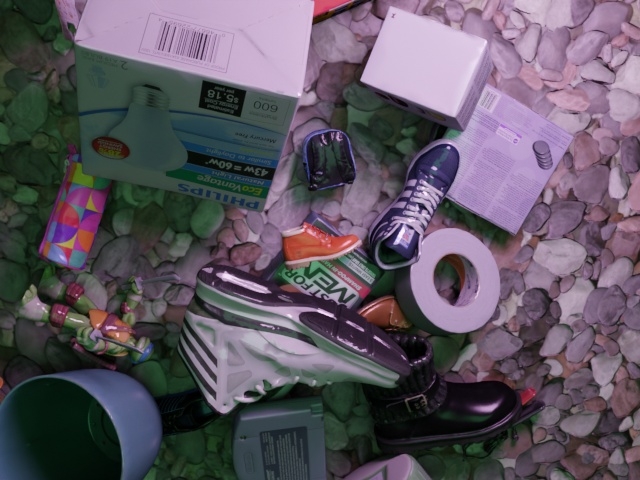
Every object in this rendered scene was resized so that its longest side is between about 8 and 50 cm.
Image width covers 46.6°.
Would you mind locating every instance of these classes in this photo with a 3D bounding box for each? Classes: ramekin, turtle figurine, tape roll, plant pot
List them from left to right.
[{"bbox_3d":[-0.450,0.385,1.465,0.292,0.235,0.293,1,93,18],"label":"plant pot"},{"bbox_3d":[-0.435,0.125,1.471,0.266,0.275,0.198,25,62,-6],"label":"turtle figurine"},{"bbox_3d":[0.123,0.588,1.566,0.303,0.303,0.148,-34,94,1],"label":"ramekin"},{"bbox_3d":[0.266,0.087,1.554,0.219,0.072,0.219,5,78,-23],"label":"tape roll"}]

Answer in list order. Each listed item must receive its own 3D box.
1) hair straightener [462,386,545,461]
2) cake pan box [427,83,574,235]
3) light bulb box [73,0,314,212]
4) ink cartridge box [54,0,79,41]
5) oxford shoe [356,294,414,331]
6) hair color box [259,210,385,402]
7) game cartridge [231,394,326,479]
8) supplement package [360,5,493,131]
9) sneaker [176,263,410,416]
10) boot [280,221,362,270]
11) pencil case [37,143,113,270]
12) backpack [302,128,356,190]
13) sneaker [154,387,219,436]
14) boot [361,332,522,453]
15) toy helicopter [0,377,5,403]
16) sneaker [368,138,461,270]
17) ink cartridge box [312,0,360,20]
[{"bbox_3d":[0.419,0.437,1.691,0.230,0.047,0.089,-40,101,2],"label":"hair straightener"},{"bbox_3d":[0.357,-0.177,1.564,0.266,0.070,0.246,27,94,-10],"label":"cake pan box"},{"bbox_3d":[-0.226,-0.261,1.310,0.357,0.361,0.225,12,59,-8],"label":"light bulb box"},{"bbox_3d":[-0.499,-0.473,1.359,0.056,0.181,0.225,-10,103,-4],"label":"ink cartridge box"},{"bbox_3d":[0.151,0.161,1.556,0.212,0.076,0.076,-14,146,-25],"label":"oxford shoe"},{"bbox_3d":[-0.057,0.144,1.553,0.185,0.113,0.374,38,95,-11],"label":"hair color box"},{"bbox_3d":[-0.088,0.442,1.575,0.198,0.062,0.297,-3,129,-2],"label":"game cartridge"},{"bbox_3d":[0.208,-0.320,1.423,0.194,0.203,0.149,24,97,15],"label":"supplement package"},{"bbox_3d":[-0.066,0.240,1.452,0.447,0.169,0.258,23,106,-2],"label":"sneaker"},{"bbox_3d":[0.000,0.000,1.449,0.157,0.059,0.085,-13,96,-3],"label":"boot"},{"bbox_3d":[-0.480,-0.061,1.457,0.104,0.104,0.237,14,85,-9],"label":"pencil case"},{"bbox_3d":[0.013,-0.170,1.518,0.105,0.084,0.114,-12,106,-4],"label":"backpack"},{"bbox_3d":[-0.310,0.373,1.578,0.232,0.090,0.081,-22,102,-2],"label":"sneaker"},{"bbox_3d":[0.253,0.305,1.577,0.347,0.131,0.260,-14,116,-3],"label":"boot"},{"bbox_3d":[-0.665,0.418,1.413,0.140,0.355,0.235,0,113,-2],"label":"toy helicopter"},{"bbox_3d":[0.190,-0.061,1.472,0.099,0.153,0.282,30,114,-10],"label":"sneaker"},{"bbox_3d":[0.039,-0.495,1.367,0.309,0.272,0.130,-23,102,-1],"label":"ink cartridge box"}]
